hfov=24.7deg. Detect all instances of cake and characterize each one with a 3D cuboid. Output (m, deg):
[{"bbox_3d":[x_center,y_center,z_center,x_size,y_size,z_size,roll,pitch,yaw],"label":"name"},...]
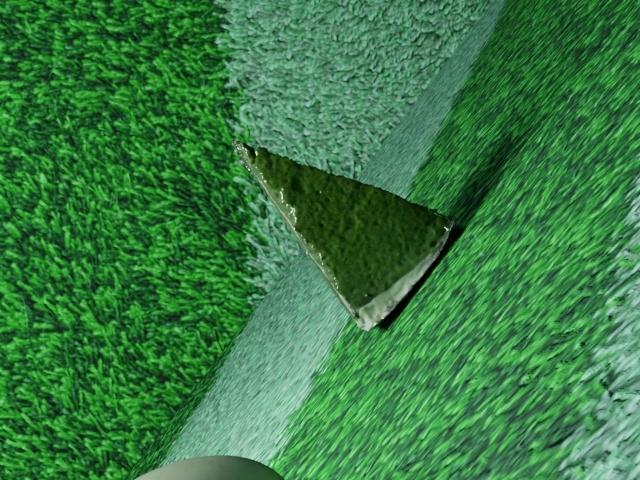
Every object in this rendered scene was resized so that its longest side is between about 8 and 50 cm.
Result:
[{"bbox_3d":[-0.004,-0.004,1.811,0.158,0.283,0.172,171,121,-81],"label":"cake"}]

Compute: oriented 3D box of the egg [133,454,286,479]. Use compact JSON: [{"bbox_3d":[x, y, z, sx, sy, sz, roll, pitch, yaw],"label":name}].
[{"bbox_3d":[-0.121,0.291,1.267,0.254,0.188,0.188,-46,7,15],"label":"egg"}]
